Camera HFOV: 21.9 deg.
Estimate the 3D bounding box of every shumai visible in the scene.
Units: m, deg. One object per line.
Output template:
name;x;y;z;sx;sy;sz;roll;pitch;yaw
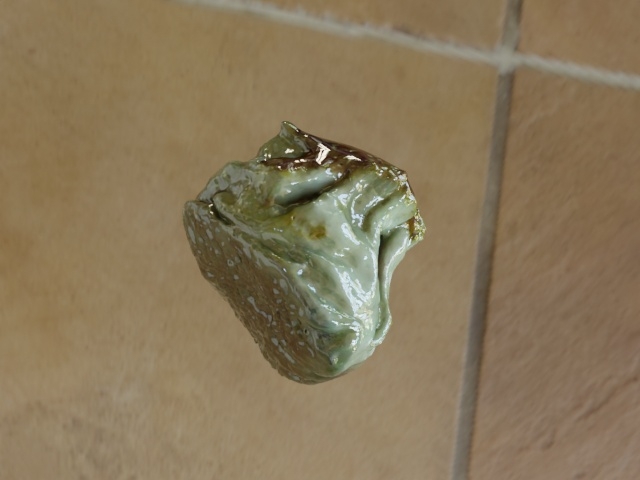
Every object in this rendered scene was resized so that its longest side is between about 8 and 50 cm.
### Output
shumai;-0.001;0.002;1.175;0.142;0.184;0.184;-33;76;-19
